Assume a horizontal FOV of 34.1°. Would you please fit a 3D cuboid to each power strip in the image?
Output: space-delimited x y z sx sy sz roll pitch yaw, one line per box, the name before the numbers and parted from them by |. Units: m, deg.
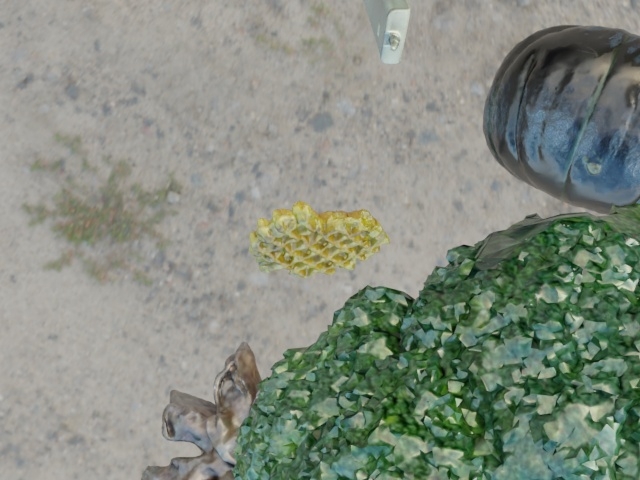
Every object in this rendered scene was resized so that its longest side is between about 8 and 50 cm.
power strip | 0.073 -0.259 1.172 0.027 0.253 0.060 5 120 -7

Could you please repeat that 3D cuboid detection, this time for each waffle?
waffle | 0.000 -0.001 1.847 0.253 0.056 0.249 -6 154 -5

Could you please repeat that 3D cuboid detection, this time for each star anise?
star anise | -0.087 0.280 1.282 0.331 0.332 0.117 -22 154 17

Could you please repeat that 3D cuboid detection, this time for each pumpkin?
pumpkin | 0.437 -0.181 1.591 0.363 0.363 0.266 15 101 -4

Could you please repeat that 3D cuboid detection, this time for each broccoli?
broccoli | 0.109 0.117 0.406 0.294 0.265 0.245 20 163 5
